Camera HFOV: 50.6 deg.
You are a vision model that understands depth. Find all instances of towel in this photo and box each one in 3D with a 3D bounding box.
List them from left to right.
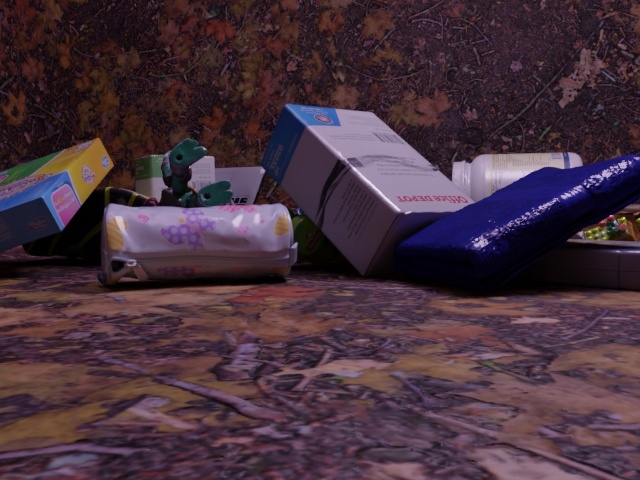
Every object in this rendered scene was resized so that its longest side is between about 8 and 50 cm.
[{"bbox_3d":[0.274,-0.022,0.941,0.308,0.076,0.227,-26,9,-19],"label":"towel"}]

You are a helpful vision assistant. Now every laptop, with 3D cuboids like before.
[{"bbox_3d":[-0.419,-0.107,1.964,0.382,0.408,0.236,2,-30,28],"label":"laptop"}]

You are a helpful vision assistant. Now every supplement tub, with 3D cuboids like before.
[{"bbox_3d":[0.520,-0.114,1.805,0.325,0.235,0.235,0,3,15],"label":"supplement tub"}]

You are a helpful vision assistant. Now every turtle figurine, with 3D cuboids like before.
[{"bbox_3d":[-0.207,-0.070,1.110,0.175,0.118,0.234,37,-20,-4],"label":"turtle figurine"}]

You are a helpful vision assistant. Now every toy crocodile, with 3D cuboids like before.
[{"bbox_3d":[0.000,0.000,1.200,0.340,0.105,0.115,1,13,-38],"label":"toy crocodile"}]

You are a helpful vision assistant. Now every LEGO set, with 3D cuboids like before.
[{"bbox_3d":[0.424,-0.037,1.138,0.107,0.132,0.287,28,-4,-35],"label":"LEGO set"}]

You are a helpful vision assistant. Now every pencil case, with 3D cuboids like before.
[{"bbox_3d":[-0.173,0.004,0.958,0.273,0.113,0.124,-2,10,-20],"label":"pencil case"}]

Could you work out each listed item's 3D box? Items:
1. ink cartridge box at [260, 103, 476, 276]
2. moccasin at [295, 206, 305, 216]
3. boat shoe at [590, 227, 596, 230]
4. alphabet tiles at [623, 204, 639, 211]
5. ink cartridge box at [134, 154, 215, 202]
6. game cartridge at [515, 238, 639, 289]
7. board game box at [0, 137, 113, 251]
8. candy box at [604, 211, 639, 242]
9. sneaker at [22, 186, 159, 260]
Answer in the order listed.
[{"bbox_3d":[0.081,-0.090,1.131,0.223,0.129,0.307,-4,41,-44],"label":"ink cartridge box"},{"bbox_3d":[-0.018,-0.048,1.764,0.137,0.117,0.342,-2,4,-22],"label":"moccasin"},{"bbox_3d":[0.574,0.006,1.421,0.042,0.049,0.133,-29,2,18],"label":"boat shoe"},{"bbox_3d":[0.719,-0.064,1.319,0.342,0.011,0.285,0,4,1],"label":"alphabet tiles"},{"bbox_3d":[-0.311,-0.073,1.462,0.154,0.212,0.093,-4,2,-39],"label":"ink cartridge box"},{"bbox_3d":[0.388,0.029,0.965,0.198,0.062,0.297,2,1,-39],"label":"game cartridge"},{"bbox_3d":[-0.523,-0.070,1.187,0.242,0.064,0.316,-18,24,6],"label":"board game box"},{"bbox_3d":[0.715,-0.015,1.343,0.316,0.087,0.183,-3,4,-43],"label":"candy box"},{"bbox_3d":[-0.397,-0.027,1.297,0.384,0.145,0.147,6,1,29],"label":"sneaker"}]
